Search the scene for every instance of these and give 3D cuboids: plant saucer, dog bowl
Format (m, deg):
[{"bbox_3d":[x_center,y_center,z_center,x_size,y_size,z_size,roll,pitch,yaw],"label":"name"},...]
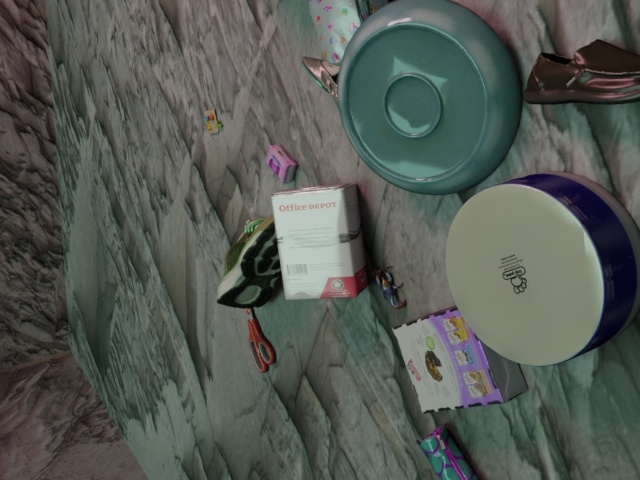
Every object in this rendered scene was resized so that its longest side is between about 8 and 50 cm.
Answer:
[{"bbox_3d":[0.151,-0.214,1.014,0.318,0.044,0.317,18,123,31],"label":"plant saucer"},{"bbox_3d":[0.308,0.039,0.917,0.265,0.104,0.264,23,119,49],"label":"dog bowl"}]

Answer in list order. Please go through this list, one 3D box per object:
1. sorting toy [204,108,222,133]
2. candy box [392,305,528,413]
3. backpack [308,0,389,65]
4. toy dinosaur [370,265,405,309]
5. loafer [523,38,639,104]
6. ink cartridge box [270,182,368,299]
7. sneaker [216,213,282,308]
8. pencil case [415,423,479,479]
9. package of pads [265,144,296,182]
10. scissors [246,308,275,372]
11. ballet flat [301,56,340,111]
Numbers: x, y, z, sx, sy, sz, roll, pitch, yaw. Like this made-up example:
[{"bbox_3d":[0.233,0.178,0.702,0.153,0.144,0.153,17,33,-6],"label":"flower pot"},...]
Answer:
[{"bbox_3d":[-0.281,-0.311,1.685,0.083,0.012,0.062,5,105,54],"label":"sorting toy"},{"bbox_3d":[0.232,0.199,1.105,0.196,0.070,0.164,-29,78,53],"label":"candy box"},{"bbox_3d":[0.054,-0.385,1.114,0.152,0.115,0.182,-12,94,52],"label":"backpack"},{"bbox_3d":[0.135,0.092,1.247,0.090,0.047,0.082,-123,13,-83],"label":"toy dinosaur"},{"bbox_3d":[0.346,-0.210,0.801,0.220,0.080,0.078,13,112,52],"label":"loafer"},{"bbox_3d":[0.000,0.000,1.286,0.159,0.092,0.217,-4,101,22],"label":"ink cartridge box"},{"bbox_3d":[-0.147,0.003,1.515,0.410,0.158,0.182,-46,47,45],"label":"sneaker"},{"bbox_3d":[0.241,0.415,1.170,0.151,0.065,0.070,56,165,25],"label":"pencil case"},{"bbox_3d":[-0.088,-0.173,1.451,0.083,0.032,0.050,49,135,33],"label":"package of pads"},{"bbox_3d":[-0.191,0.210,1.731,0.109,0.021,0.297,-37,73,54],"label":"scissors"},{"bbox_3d":[0.042,-0.289,1.219,0.068,0.072,0.213,-42,65,21],"label":"ballet flat"}]
